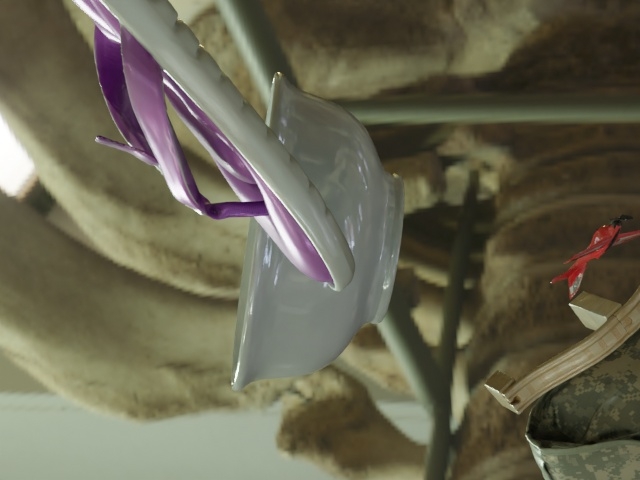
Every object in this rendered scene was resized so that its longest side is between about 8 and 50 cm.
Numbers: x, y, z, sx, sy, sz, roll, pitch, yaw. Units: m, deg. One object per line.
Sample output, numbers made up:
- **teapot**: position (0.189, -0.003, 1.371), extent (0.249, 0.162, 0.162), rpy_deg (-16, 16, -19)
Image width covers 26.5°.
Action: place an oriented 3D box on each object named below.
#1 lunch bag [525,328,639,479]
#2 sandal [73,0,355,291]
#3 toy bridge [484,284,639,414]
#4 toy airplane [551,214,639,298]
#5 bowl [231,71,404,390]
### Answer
- **lunch bag**: position (0.402, 0.241, 1.685), extent (0.287, 0.235, 0.169), rpy_deg (-36, -137, -6)
- **sandal**: position (-0.131, -0.113, 1.005), extent (0.102, 0.416, 0.169), rpy_deg (-39, -172, -3)
- **toy bridge**: position (0.202, 0.054, 0.965), extent (0.188, 0.026, 0.063), rpy_deg (-40, -165, -8)
- **toy airplane**: position (0.346, 0.017, 1.726), extent (0.151, 0.151, 0.028), rpy_deg (-25, -118, -26)
- **bowl**: position (0.000, 0.000, 1.269), extent (0.134, 0.298, 0.298), rpy_deg (8, -149, -5)
